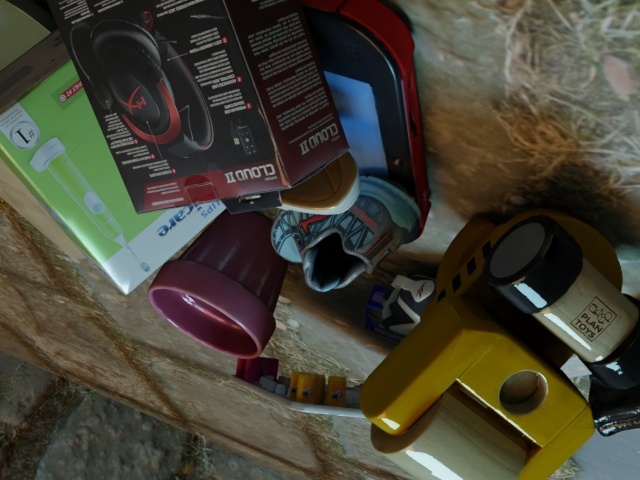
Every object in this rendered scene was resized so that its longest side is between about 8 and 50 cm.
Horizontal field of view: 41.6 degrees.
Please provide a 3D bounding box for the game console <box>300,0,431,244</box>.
[{"bbox_3d":[-0.041,-0.149,0.978,0.342,0.060,0.386,17,152,21],"label":"game console"}]

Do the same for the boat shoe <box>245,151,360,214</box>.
[{"bbox_3d":[-0.047,-0.083,0.949,0.277,0.098,0.096,26,168,43],"label":"boat shoe"}]

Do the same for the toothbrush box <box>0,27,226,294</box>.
[{"bbox_3d":[-0.259,-0.109,1.036,0.122,0.206,0.283,28,157,49],"label":"toothbrush box"}]

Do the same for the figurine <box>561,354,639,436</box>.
[{"bbox_3d":[0.409,0.161,1.091,0.215,0.092,0.209,40,144,-21],"label":"figurine"}]

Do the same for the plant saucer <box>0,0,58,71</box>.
[{"bbox_3d":[-0.419,-0.254,1.175,0.318,0.043,0.317,22,154,11],"label":"plant saucer"}]

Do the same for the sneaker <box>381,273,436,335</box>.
[{"bbox_3d":[0.167,0.120,1.239,0.153,0.094,0.235,23,165,32],"label":"sneaker"}]

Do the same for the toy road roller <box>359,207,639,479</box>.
[{"bbox_3d":[0.198,0.113,0.958,0.202,0.329,0.240,39,-171,-19],"label":"toy road roller"}]

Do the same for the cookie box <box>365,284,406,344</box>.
[{"bbox_3d":[0.120,0.124,1.340,0.092,0.040,0.107,21,154,13],"label":"cookie box"}]

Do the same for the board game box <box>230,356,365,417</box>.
[{"bbox_3d":[0.092,0.230,1.294,0.390,0.050,0.390,9,174,-18],"label":"board game box"}]

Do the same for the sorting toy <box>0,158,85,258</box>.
[{"bbox_3d":[-0.360,-0.095,1.234,0.255,0.089,0.257,-8,135,41],"label":"sorting toy"}]

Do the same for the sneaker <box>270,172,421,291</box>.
[{"bbox_3d":[0.000,0.000,1.006,0.104,0.125,0.262,40,153,-18],"label":"sneaker"}]

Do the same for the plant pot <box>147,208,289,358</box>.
[{"bbox_3d":[-0.139,0.056,1.309,0.201,0.180,0.201,23,154,11],"label":"plant pot"}]

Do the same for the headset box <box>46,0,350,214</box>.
[{"bbox_3d":[-0.117,-0.159,0.809,0.218,0.110,0.293,-8,110,39],"label":"headset box"}]

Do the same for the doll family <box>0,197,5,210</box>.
[{"bbox_3d":[-0.611,-0.124,1.512,0.263,0.118,0.163,1,144,43],"label":"doll family"}]
